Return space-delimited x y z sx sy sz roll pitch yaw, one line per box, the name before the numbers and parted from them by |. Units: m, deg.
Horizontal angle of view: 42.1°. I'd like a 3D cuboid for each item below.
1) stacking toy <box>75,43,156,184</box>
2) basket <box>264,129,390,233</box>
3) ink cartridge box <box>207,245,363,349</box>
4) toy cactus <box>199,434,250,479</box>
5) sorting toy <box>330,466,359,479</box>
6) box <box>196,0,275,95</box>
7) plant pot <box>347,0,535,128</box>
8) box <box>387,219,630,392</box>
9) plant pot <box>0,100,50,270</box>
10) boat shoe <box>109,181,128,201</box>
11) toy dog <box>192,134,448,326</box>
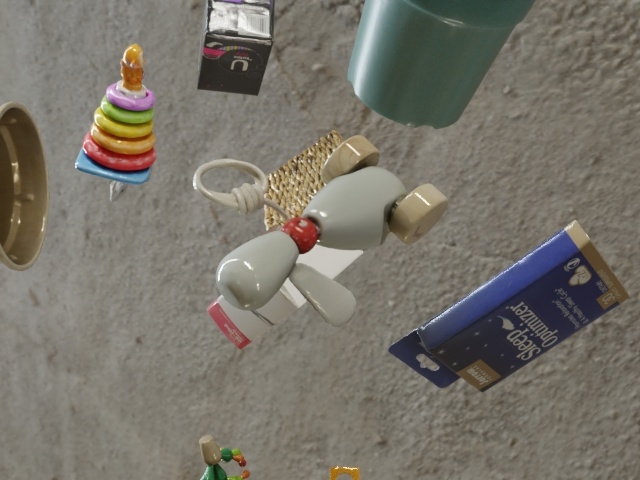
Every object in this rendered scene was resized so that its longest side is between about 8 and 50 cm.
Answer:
stacking toy | -0.422 -0.287 1.813 0.175 0.165 0.302 -95 20 -57
basket | 0.015 -0.071 1.897 0.223 0.299 0.213 -34 118 12
ink cartridge box | -0.075 0.081 1.649 0.117 0.207 0.283 51 144 0
toy cactus | -0.267 0.572 2.094 0.112 0.219 0.181 -2 113 35
sorting toy | 0.043 0.647 1.717 0.195 0.348 0.047 12 159 3
box | -0.211 -0.487 2.045 0.270 0.165 0.144 121 151 -67
plant pot | 0.217 -0.419 1.601 0.341 0.341 0.334 45 135 25
box | 0.192 0.083 0.843 0.225 0.136 0.037 -36 48 15
plant pot | -0.741 -0.102 1.642 0.305 0.334 0.334 -1 106 0
boat shoe | -0.502 -0.130 2.051 0.035 0.035 0.100 56 145 7
toy dog | 0.000 0.000 1.067 0.220 0.333 0.161 60 151 32
